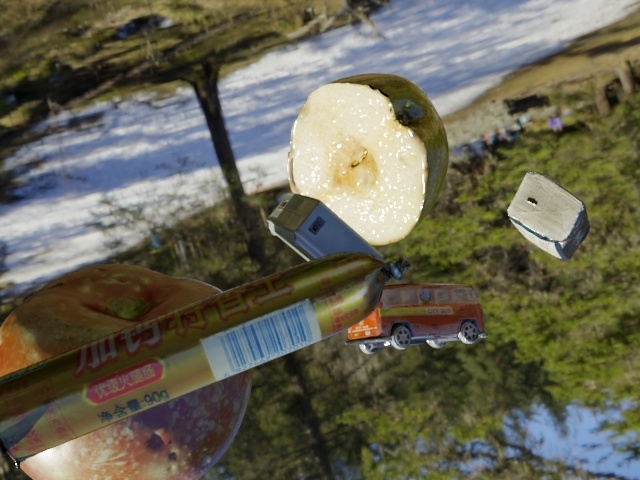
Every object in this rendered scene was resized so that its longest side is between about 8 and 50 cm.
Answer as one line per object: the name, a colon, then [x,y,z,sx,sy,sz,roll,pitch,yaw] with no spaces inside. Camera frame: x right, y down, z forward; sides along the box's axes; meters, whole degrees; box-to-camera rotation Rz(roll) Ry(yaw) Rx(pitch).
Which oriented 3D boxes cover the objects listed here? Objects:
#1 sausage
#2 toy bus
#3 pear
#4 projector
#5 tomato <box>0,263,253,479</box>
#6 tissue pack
sausage: [-0.091,0.085,0.664,0.371,0.082,0.082,-21,178,-8]
toy bus: [0.115,0.089,0.928,0.174,0.077,0.079,0,169,-31]
pear: [0.118,-0.174,1.598,0.191,0.340,0.386,-30,176,-38]
projector: [0.000,0.000,0.990,0.061,0.115,0.147,-52,-162,-5]
tomato: [-0.206,0.155,0.827,0.270,0.223,0.270,5,-163,-1]
tissue pack: [0.355,-0.035,1.213,0.090,0.103,0.170,-57,157,5]
